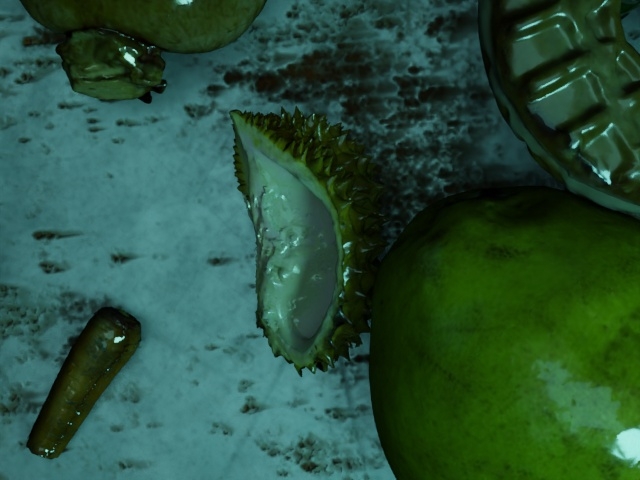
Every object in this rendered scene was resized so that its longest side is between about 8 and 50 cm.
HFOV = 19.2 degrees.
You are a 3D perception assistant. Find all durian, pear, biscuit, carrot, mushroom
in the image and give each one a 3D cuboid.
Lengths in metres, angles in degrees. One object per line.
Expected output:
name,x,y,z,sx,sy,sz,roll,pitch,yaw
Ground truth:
durian,0.004,-0.001,1.751,0.183,0.138,0.250,0,94,41
pear,0.214,0.140,1.647,0.352,0.352,0.413,-42,99,2
biscuit,0.292,-0.177,1.583,0.332,0.103,0.332,1,86,-14
carrot,-0.228,0.136,1.819,0.055,0.055,0.161,33,99,2
mushroom,-0.172,-0.269,1.740,0.263,0.195,0.283,-1,91,-3

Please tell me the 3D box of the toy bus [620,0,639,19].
toy bus,0.344,-0.330,1.728,0.276,0.165,0.134,-36,88,2
